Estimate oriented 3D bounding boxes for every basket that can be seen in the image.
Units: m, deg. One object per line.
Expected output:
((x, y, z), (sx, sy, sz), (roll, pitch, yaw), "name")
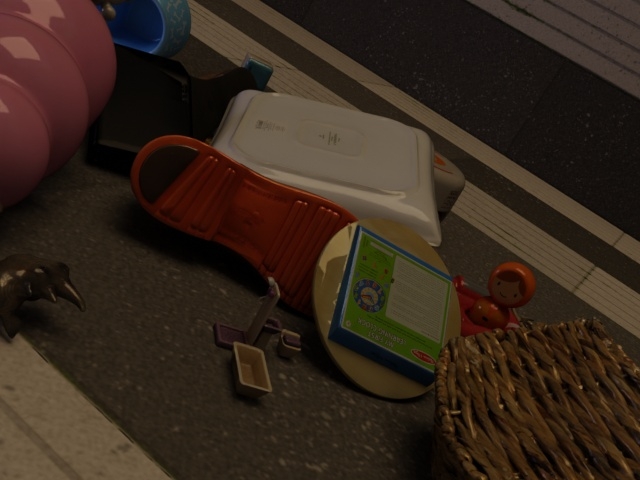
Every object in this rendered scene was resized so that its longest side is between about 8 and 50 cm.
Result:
((0.216, 0.247, 0.705), (0.214, 0.222, 0.299), (-9, 29, -6), "basket")

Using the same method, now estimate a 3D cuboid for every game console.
((-0.342, -0.198, 0.995), (0.362, 0.044, 0.213), (11, 48, -24), "game console")

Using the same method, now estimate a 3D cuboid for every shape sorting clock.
((0.077, 0.075, 0.856), (0.206, 0.040, 0.206), (15, 62, -31), "shape sorting clock")

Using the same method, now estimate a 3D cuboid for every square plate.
((0.010, -0.129, 1.119), (0.344, 0.049, 0.347), (14, 31, -2), "square plate")

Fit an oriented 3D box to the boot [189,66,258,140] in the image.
((-0.230, -0.215, 1.233), (0.115, 0.112, 0.305), (-3, 15, 31), "boot")

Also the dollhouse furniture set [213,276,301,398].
((-0.040, 0.094, 0.731), (0.091, 0.081, 0.114), (21, 22, -22), "dollhouse furniture set")

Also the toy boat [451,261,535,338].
((0.223, 0.095, 0.989), (0.151, 0.151, 0.231), (26, 20, -10), "toy boat")

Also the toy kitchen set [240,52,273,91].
((-0.063, -0.236, 1.432), (0.207, 0.122, 0.166), (21, 22, -21), "toy kitchen set")

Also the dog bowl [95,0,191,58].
((-0.395, -0.457, 1.464), (0.297, 0.165, 0.074), (31, 31, 2), "dog bowl")

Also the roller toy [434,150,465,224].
((0.164, -0.110, 1.407), (0.209, 0.146, 0.191), (26, 21, -12), "roller toy")

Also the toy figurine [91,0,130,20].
((-0.397, -0.349, 1.124), (0.210, 0.213, 0.148), (38, 31, 14), "toy figurine")

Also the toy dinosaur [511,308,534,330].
((0.322, 0.151, 1.164), (0.093, 0.053, 0.183), (29, 20, -52), "toy dinosaur")

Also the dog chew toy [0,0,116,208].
((-0.323, -0.149, 0.775), (0.207, 0.206, 0.331), (22, 32, -22), "dog chew toy")

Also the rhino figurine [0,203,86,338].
((-0.300, 0.005, 0.604), (0.243, 0.073, 0.106), (28, 22, -11), "rhino figurine")

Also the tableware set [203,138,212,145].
((-0.148, -0.112, 1.171), (0.104, 0.024, 0.154), (13, 27, -32), "tableware set")

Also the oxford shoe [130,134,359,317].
((-0.054, -0.015, 0.922), (0.364, 0.130, 0.133), (34, 1, -14), "oxford shoe")
